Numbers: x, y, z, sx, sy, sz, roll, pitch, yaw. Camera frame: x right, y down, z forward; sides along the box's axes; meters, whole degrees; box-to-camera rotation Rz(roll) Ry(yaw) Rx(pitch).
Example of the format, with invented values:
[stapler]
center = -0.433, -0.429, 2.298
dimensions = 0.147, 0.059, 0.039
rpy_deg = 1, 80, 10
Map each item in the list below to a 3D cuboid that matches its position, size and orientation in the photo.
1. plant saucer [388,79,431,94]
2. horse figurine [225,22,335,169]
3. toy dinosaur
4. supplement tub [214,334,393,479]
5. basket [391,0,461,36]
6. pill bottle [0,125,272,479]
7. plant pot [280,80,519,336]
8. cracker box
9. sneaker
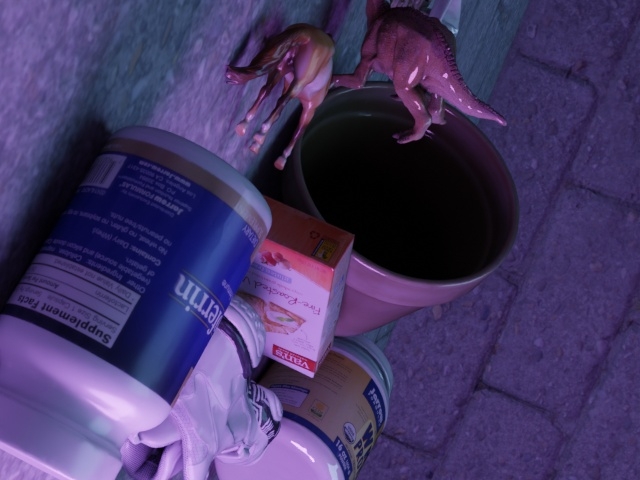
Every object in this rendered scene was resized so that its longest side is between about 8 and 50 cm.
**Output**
[plant saucer]
center = 0.144, -0.213, 1.946
dimensions = 0.317, 0.043, 0.317
rpy_deg = -60, 167, -24
[horse figurine]
center = -0.031, -0.178, 1.169
dimensions = 0.174, 0.066, 0.263
rpy_deg = -60, 171, -2
[toy dinosaur]
center = 0.111, -0.248, 1.296
dimensions = 0.127, 0.295, 0.200
rpy_deg = -12, 130, -39
[supplement tub]
center = -0.017, 0.308, 1.772
dimensions = 0.316, 0.228, 0.228
rpy_deg = -51, 161, -52
[basket]
center = 0.145, -0.330, 1.564
dimensions = 0.167, 0.103, 0.113
rpy_deg = 81, 34, -70
[pill bottle]
center = -0.161, 0.055, 0.824
dimensions = 0.265, 0.153, 0.153
rpy_deg = -62, 168, -18
[plant pot]
center = 0.068, -0.012, 1.452
dimensions = 0.323, 0.323, 0.280
rpy_deg = -57, -178, -38
[cracker box]
center = -0.053, 0.056, 1.295
dimensions = 0.067, 0.155, 0.232
rpy_deg = -57, 165, -37
[sneaker]
center = -0.153, 0.225, 1.249
dimensions = 0.210, 0.137, 0.366
rpy_deg = -58, 161, -32
